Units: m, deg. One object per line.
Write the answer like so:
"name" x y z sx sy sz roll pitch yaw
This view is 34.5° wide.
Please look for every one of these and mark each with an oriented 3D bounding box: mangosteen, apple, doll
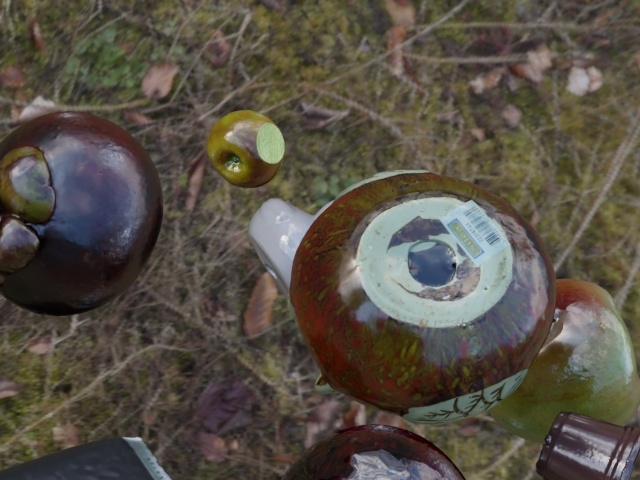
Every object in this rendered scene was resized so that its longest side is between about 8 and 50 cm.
"mangosteen" -0.166 -0.015 0.628 0.140 0.140 0.140 7 76 -29
"mangosteen" 0.031 0.193 0.656 0.153 0.152 0.152 7 76 -29
"apple" -0.111 -0.130 1.493 0.102 0.099 0.114 -37 117 -50
"apple" 0.289 0.155 1.268 0.188 0.174 0.207 -14 90 14
"doll" 0.000 0.000 1.786 0.221 0.251 0.221 -9 112 -24

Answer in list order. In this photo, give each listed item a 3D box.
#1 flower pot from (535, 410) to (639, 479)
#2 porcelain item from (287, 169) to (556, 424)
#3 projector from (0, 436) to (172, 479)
"flower pot" 0.273 0.225 1.059 0.089 0.111 0.111 22 62 21
"porcelain item" 0.092 0.063 0.983 0.253 0.253 0.252 7 76 -29
"projector" -0.292 0.450 1.058 0.405 0.242 0.395 -16 48 -37
